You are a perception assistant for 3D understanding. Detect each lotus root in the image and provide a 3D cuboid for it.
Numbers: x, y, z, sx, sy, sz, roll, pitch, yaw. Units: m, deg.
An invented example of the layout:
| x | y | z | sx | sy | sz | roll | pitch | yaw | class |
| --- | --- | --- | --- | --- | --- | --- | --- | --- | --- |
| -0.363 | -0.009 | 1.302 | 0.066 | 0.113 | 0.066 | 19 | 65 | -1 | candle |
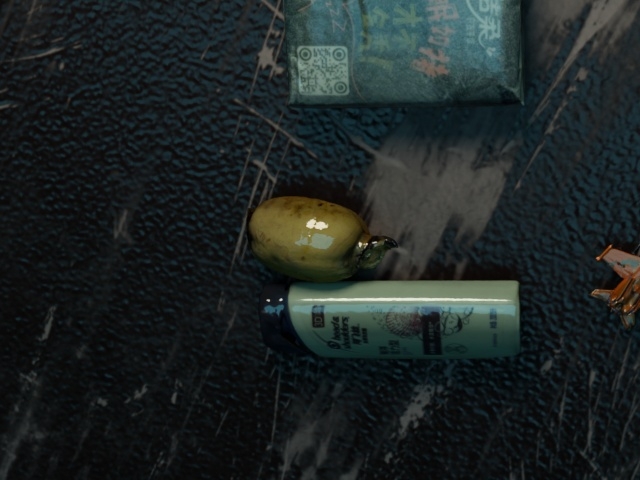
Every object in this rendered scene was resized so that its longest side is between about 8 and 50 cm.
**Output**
| x | y | z | sx | sy | sz | roll | pitch | yaw | class |
| --- | --- | --- | --- | --- | --- | --- | --- | --- | --- |
| 0.000 | 0.000 | 1.977 | 0.220 | 0.125 | 0.118 | 14 | 106 | 13 | lotus root |

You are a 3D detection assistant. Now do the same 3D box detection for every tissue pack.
| x | y | z | sx | sy | sz | roll | pitch | yaw | class |
| --- | --- | --- | --- | --- | --- | --- | --- | --- | --- |
| 0.108 | -0.287 | 1.887 | 0.315 | 0.103 | 0.228 | 1 | 108 | 10 | tissue pack |

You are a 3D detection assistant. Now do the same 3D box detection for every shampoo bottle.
| x | y | z | sx | sy | sz | roll | pitch | yaw | class |
| --- | --- | --- | --- | --- | --- | --- | --- | --- | --- |
| 0.098 | 0.115 | 2.017 | 0.359 | 0.078 | 0.134 | -1 | 134 | 9 | shampoo bottle |

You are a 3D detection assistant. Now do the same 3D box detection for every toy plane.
| x | y | z | sx | sy | sz | roll | pitch | yaw | class |
| --- | --- | --- | --- | --- | --- | --- | --- | --- | --- |
| 0.454 | 0.033 | 1.956 | 0.135 | 0.062 | 0.188 | 41 | 94 | -4 | toy plane |
